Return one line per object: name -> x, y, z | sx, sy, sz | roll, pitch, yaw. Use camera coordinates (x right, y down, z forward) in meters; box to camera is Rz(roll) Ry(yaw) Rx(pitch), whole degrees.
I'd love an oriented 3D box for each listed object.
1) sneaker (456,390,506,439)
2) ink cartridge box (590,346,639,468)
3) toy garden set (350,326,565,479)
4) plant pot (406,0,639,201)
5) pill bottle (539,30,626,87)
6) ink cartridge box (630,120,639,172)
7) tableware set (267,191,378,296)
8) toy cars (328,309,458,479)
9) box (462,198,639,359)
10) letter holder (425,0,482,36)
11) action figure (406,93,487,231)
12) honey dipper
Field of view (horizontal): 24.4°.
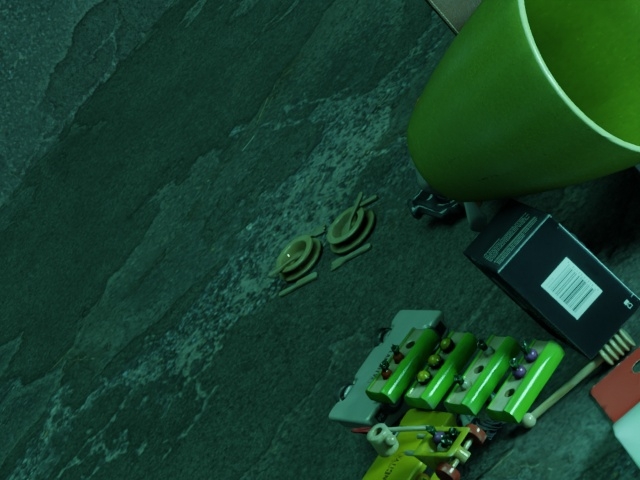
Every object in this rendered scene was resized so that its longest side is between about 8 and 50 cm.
sneaker -> 0.197, 0.210, 1.731 | 0.058, 0.052, 0.135 | -69, 13, -11
ink cartridge box -> 0.381, 0.146, 1.562 | 0.181, 0.056, 0.225 | -42, 29, 7
toy garden set -> 0.130, 0.177, 1.703 | 0.244, 0.049, 0.204 | 1, 45, 50
plant pot -> 0.238, -0.163, 1.710 | 0.293, 0.274, 0.275 | -34, 27, 47
pill bottle -> 0.384, -0.251, 1.923 | 0.169, 0.169, 0.301 | -25, 16, 35
ink cartridge box -> 0.467, -0.137, 1.736 | 0.128, 0.127, 0.176 | -8, 46, 49
tableware set -> 0.000, 0.000, 2.306 | 0.194, 0.039, 0.128 | -29, 32, 29
toy cars -> 0.102, 0.236, 1.804 | 0.176, 0.087, 0.394 | -30, 27, 18
box -> 0.266, 0.042, 1.713 | 0.093, 0.156, 0.158 | -48, 12, 0
letter holder -> 0.307, -0.448, 2.289 | 0.302, 0.214, 0.152 | -38, 28, 16
action figure -> 0.245, -0.169, 2.045 | 0.341, 0.178, 0.330 | -44, 29, -2
honey dipper -> 0.291, 0.160, 1.694 | 0.160, 0.030, 0.030 | -42, 27, 14
